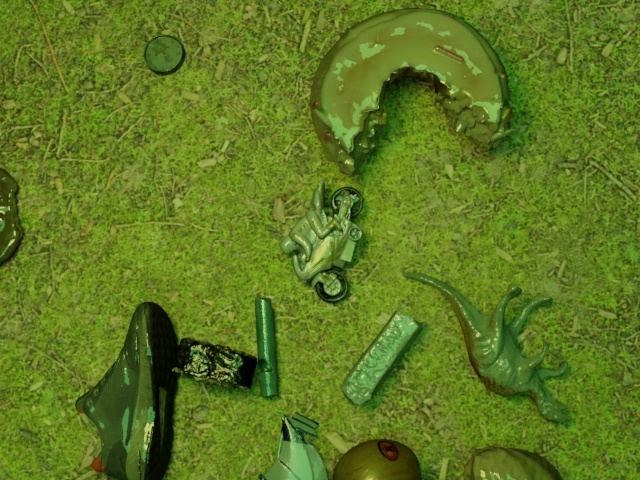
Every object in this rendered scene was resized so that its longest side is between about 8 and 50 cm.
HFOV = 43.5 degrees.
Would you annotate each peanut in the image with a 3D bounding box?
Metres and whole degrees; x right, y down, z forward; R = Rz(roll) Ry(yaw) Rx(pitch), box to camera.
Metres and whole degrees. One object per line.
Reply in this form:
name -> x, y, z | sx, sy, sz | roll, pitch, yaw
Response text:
peanut -> 0.388, 0.472, 1.389 | 0.313, 0.149, 0.149 | 41, 85, 7

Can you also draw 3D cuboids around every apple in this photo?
apple -> 0.106, 0.437, 1.393 | 0.155, 0.182, 0.182 | -16, 79, -15

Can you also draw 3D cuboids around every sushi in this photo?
sushi -> -0.195, 0.233, 1.490 | 0.150, 0.090, 0.078 | 12, 77, 7

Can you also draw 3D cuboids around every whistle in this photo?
whistle -> -0.102, 0.200, 1.514 | 0.039, 0.039, 0.186 | -4, 80, 3

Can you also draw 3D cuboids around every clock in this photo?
clock -> -0.320, -0.380, 1.640 | 0.085, 0.017, 0.085 | -1, 80, 4

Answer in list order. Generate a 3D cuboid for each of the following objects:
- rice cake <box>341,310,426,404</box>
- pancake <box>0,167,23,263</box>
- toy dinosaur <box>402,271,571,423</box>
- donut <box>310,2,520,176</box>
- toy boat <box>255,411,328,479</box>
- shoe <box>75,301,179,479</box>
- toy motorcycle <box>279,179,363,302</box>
rice cake -> 0.113, 0.216, 1.483 | 0.063, 0.069, 0.206 | 36, 86, 9
pancake -> -0.697, -0.045, 1.596 | 0.223, 0.042, 0.236 | 10, 82, 3
toy dinosaur -> 0.321, 0.162, 1.473 | 0.393, 0.092, 0.205 | 30, 88, 6
donut -> 0.162, -0.285, 1.524 | 0.371, 0.150, 0.307 | -12, 79, 2
toy boat -> -0.080, 0.471, 1.456 | 0.210, 0.070, 0.291 | -12, 76, -3
shoe -> -0.365, 0.281, 1.485 | 0.171, 0.132, 0.336 | 0, 83, 13
toy motorcycle -> 0.000, 0.000, 1.526 | 0.151, 0.074, 0.228 | 10, 90, 0
